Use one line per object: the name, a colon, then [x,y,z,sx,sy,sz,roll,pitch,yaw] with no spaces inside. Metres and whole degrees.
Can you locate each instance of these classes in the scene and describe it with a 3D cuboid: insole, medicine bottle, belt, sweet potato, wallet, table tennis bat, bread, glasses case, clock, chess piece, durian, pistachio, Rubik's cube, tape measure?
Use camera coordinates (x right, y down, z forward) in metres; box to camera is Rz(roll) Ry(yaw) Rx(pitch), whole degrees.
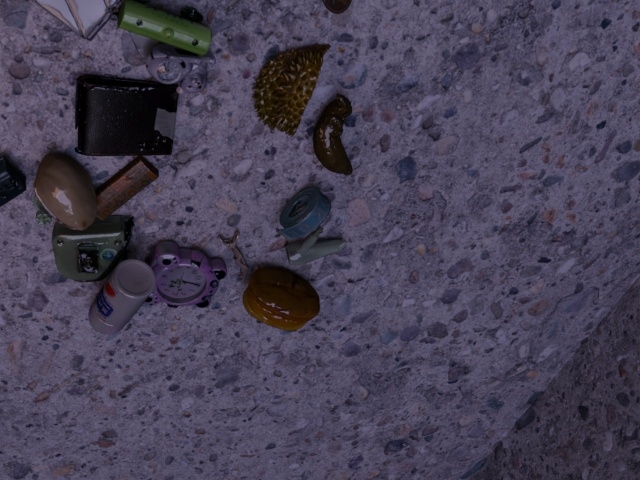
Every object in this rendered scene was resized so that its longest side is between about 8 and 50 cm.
insole: [-0.450,-0.515,1.662,0.063,0.010,0.192,-26,130,3]
medicine bottle: [-0.622,0.185,2.032,0.130,0.130,0.341,15,146,-27]
belt: [-0.046,-0.086,2.045,0.163,0.147,0.082,-18,135,36]
sweet potato: [0.036,-0.296,1.934,0.124,0.098,0.310,-18,134,-12]
wallet: [-0.517,-0.324,1.761,0.262,0.071,0.221,-2,127,-24]
table tennis bat: [-0.011,-0.650,1.694,0.170,0.119,0.107,4,103,-47]
bread: [-0.128,0.193,2.207,0.270,0.195,0.142,19,130,-25]
glasses case: [-0.570,-0.149,1.890,0.218,0.049,0.075,-35,129,12]
clock: [-0.366,-0.434,1.699,0.176,0.080,0.117,-1,128,-32]
chess piece: [-0.771,-0.088,1.842,0.067,0.103,0.067,-8,129,-10]
durian: [-0.096,-0.409,1.798,0.186,0.154,0.260,13,118,4]
pistachio: [-0.696,-0.132,1.800,0.152,0.126,0.223,-30,109,-39]
Rubik's cube: [-0.524,-0.613,1.421,0.221,0.224,0.231,-43,126,16]
clock: [-0.443,0.121,2.121,0.248,0.090,0.227,16,121,-29]
tape measure: [-0.666,0.033,1.965,0.235,0.115,0.207,-5,126,-14]

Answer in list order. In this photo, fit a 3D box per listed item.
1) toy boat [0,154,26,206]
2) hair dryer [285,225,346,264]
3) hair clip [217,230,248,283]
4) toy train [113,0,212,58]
toy boat: [-0.938,-0.117,1.753,0.296,0.122,0.114,-30,150,-5]
hair dryer: [0.000,0.000,2.120,0.206,0.075,0.237,-12,160,-15]
hair clip: [-0.265,0.055,2.157,0.072,0.034,0.226,-21,131,-1]
toy train: [-0.374,-0.515,1.581,0.253,0.157,0.105,12,118,-29]
